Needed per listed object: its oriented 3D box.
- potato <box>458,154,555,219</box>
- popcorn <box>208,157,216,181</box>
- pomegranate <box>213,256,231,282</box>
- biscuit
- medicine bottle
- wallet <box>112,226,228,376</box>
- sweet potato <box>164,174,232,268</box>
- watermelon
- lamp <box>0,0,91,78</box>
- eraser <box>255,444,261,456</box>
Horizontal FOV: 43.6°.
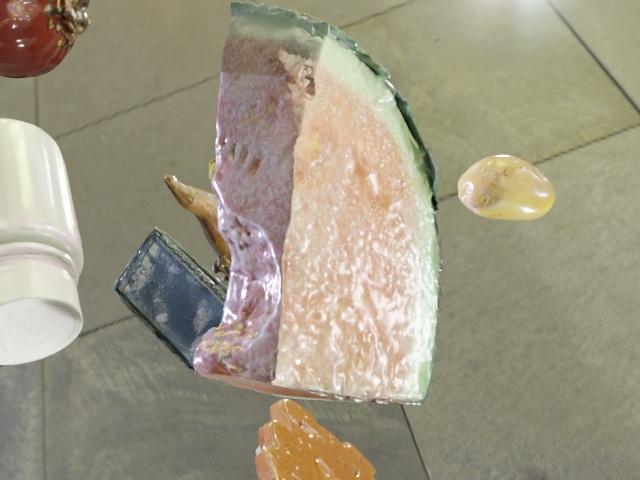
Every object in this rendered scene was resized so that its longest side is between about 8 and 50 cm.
[{"bbox_3d":[0.395,-0.107,1.673,0.234,0.146,0.150,-2,54,-37],"label":"potato"},{"bbox_3d":[-0.162,-0.128,2.020,0.258,0.270,0.224,-8,6,39],"label":"popcorn"},{"bbox_3d":[-0.073,-0.031,1.231,0.202,0.202,0.248,23,58,32],"label":"pomegranate"},{"bbox_3d":[-0.001,0.338,1.101,0.284,0.306,0.043,45,102,18],"label":"biscuit"},{"bbox_3d":[-0.389,-0.002,1.003,0.170,0.170,0.293,-24,56,-1],"label":"medicine bottle"},{"bbox_3d":[-0.366,0.159,2.088,0.342,0.075,0.237,42,108,12],"label":"wallet"},{"bbox_3d":[-0.108,-0.007,0.957,0.068,0.226,0.068,-34,29,22],"label":"sweet potato"},{"bbox_3d":[0.000,0.000,0.556,0.148,0.318,0.226,7,28,25],"label":"watermelon"},{"bbox_3d":[-0.199,-0.157,0.528,0.090,0.101,0.101,13,57,9],"label":"lamp"},{"bbox_3d":[-0.055,0.400,1.427,0.122,0.052,0.029,15,47,22],"label":"eraser"}]
